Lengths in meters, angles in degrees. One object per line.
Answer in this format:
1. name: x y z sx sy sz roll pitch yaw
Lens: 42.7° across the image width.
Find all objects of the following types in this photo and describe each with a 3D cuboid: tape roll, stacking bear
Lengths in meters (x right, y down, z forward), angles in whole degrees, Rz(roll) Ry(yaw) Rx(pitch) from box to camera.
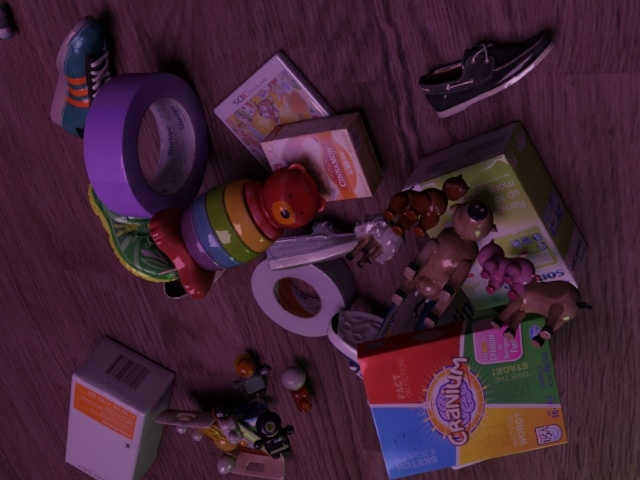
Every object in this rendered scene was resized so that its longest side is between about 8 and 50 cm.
1. tape roll: -0.036 0.102 1.766 0.219 0.072 0.219 15 130 18
2. tape roll: -0.324 -0.179 1.558 0.090 0.275 0.275 5 127 26
3. stacking bear: -0.135 -0.041 1.499 0.289 0.164 0.175 -24 109 18

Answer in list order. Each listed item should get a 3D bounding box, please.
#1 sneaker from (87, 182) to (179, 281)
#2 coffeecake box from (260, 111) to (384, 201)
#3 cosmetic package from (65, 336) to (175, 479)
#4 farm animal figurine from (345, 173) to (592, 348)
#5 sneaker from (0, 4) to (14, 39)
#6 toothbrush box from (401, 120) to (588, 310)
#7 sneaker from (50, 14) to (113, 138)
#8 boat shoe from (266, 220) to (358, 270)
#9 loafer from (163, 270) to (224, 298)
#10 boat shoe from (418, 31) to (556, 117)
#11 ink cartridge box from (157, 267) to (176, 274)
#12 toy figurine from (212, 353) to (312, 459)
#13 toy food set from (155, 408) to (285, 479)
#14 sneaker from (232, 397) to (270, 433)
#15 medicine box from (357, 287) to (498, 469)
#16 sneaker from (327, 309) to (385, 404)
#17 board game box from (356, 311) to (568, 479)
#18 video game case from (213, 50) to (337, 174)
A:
1. sneaker: -0.402 -0.036 1.791 0.123 0.109 0.295 -39 82 31
2. coffeecake box: 0.003 -0.148 1.514 0.185 0.068 0.142 -5 123 32
3. cosmetic package: -0.573 0.505 2.310 0.230 0.161 0.453 26 134 7
4. farm animal figurine: 0.241 0.028 1.333 0.330 0.172 0.327 44 151 -3
5. sneaker: -0.707 -0.466 1.697 0.166 0.065 0.076 13 114 15
6. toothbrush box: 0.309 -0.036 1.440 0.206 0.122 0.283 -17 117 37
7. sneaker: -0.457 -0.316 1.646 0.121 0.108 0.302 33 142 0
8. boat shoe: 0.000 0.000 1.635 0.227 0.079 0.081 -13 84 2
9. loafer: -0.268 0.060 1.842 0.102 0.092 0.268 41 133 -6
10. boat shoe: 0.260 -0.274 1.303 0.233 0.084 0.079 -21 113 41
11. ink cartridge box: -0.222 -0.003 1.684 0.231 0.134 0.078 -19 90 16
12. toy figurine: -0.141 0.390 1.954 0.209 0.213 0.148 12 142 25
13. toy food set: -0.262 0.542 2.155 0.219 0.092 0.306 -7 140 43
14. sneaker: -0.178 0.467 2.140 0.083 0.071 0.190 44 142 -17
15. medicine box: 0.253 0.239 1.586 0.289 0.263 0.149 46 132 -12
16. sneaker: 0.121 0.293 1.764 0.322 0.130 0.236 23 134 -13
17. board game box: 0.242 0.262 1.407 0.316 0.064 0.242 -14 105 5
18. video game case: -0.068 -0.218 1.562 0.227 0.026 0.206 47 132 -13
